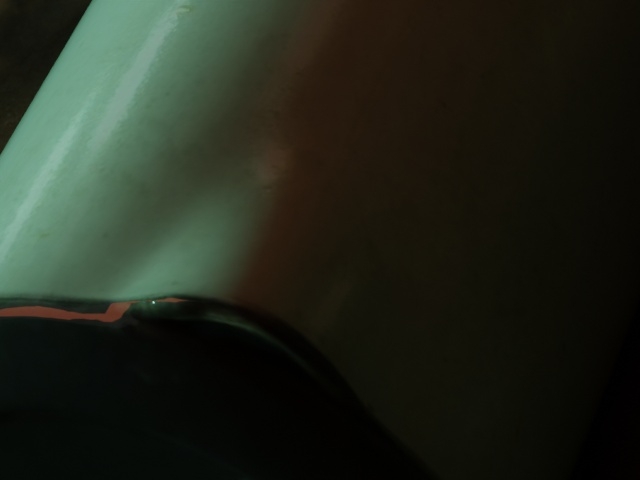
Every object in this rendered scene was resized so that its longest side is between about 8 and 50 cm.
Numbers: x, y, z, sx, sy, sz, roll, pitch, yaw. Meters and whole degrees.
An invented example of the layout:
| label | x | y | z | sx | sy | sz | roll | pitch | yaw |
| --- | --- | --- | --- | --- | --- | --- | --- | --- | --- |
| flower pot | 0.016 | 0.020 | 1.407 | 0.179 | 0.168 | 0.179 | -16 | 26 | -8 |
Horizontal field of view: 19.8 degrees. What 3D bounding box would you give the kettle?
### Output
| label | x | y | z | sx | sy | sz | roll | pitch | yaw |
| --- | --- | --- | --- | --- | --- | --- | --- | --- | --- |
| kettle | 0.000 | 0.000 | 0.729 | 0.377 | 0.250 | 0.361 | -64 | 1 | -38 |
